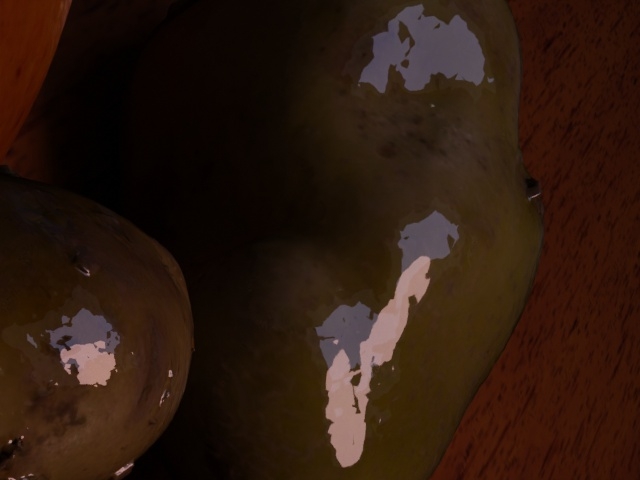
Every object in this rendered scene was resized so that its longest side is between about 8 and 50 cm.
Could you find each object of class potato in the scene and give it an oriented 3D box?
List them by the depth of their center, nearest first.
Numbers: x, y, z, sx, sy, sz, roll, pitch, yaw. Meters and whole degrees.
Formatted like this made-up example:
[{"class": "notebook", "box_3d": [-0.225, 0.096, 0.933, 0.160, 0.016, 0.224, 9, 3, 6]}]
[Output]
[{"class": "potato", "box_3d": [-0.116, 0.036, 0.631, 0.137, 0.137, 0.176, 69, 23, -14]}, {"class": "potato", "box_3d": [-0.002, -0.002, 0.807, 0.202, 0.218, 0.351, 19, 54, -19]}]

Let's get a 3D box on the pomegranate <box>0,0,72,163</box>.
[{"class": "pomegranate", "box_3d": [-0.184, -0.102, 0.401, 0.264, 0.264, 0.264, 42, 41, -51]}]
